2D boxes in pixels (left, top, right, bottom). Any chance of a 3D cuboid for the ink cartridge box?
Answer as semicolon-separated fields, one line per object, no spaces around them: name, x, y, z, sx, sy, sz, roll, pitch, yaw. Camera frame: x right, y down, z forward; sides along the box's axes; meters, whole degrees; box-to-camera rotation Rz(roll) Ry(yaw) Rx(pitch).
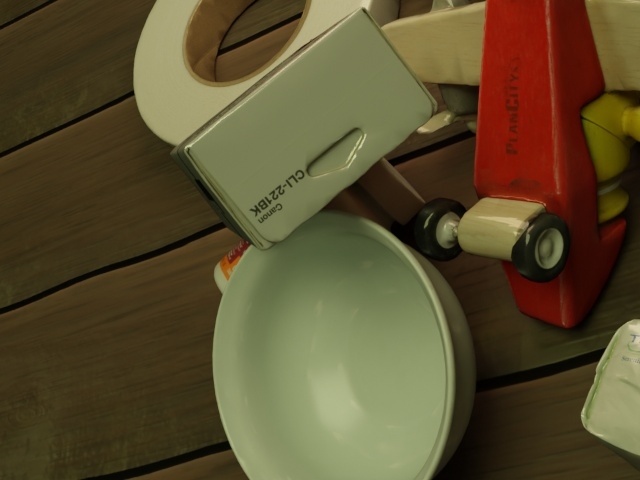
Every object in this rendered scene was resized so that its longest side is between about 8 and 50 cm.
ink cartridge box;-0.029;-0.101;0.939;0.197;0.114;0.273;-40;11;-6

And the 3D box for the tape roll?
tape roll;-0.080;-0.275;1.310;0.392;0.072;0.391;-16;58;27

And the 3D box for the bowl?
bowl;0.041;0.119;0.950;0.298;0.134;0.297;1;91;42

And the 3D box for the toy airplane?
toy airplane;0.232;-0.164;0.907;0.386;0.273;0.384;61;138;25

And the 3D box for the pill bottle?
pill bottle;0.000;0.000;1.077;0.221;0.121;0.121;-44;50;9

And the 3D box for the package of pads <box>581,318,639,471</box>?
package of pads;0.351;0.164;0.678;0.297;0.229;0.101;17;77;40
